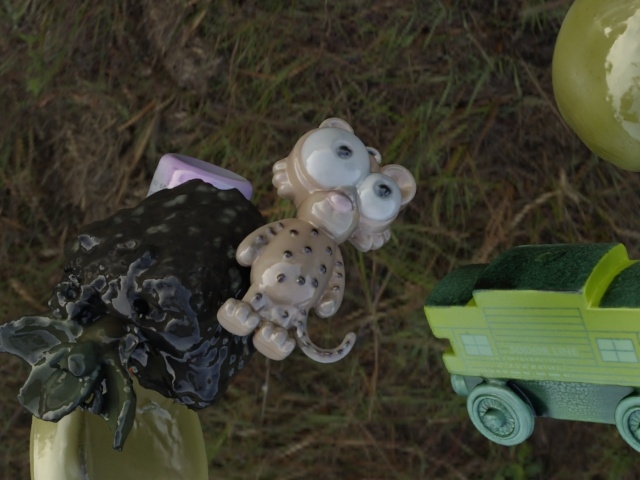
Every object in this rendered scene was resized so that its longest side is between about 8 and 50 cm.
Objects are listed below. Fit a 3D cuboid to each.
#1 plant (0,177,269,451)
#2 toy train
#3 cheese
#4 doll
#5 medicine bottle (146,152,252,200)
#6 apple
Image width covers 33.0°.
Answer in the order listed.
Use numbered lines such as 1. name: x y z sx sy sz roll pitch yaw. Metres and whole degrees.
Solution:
1. plant: -0.196 0.082 1.195 0.215 0.312 0.213 21 129 37
2. toy train: 0.343 0.139 1.459 0.442 0.179 0.272 -3 116 44
3. cheese: -0.271 0.251 1.450 0.128 0.316 0.259 -27 155 33
4. doll: -0.002 -0.001 1.160 0.154 0.278 0.119 27 153 -7
5. medicine bottle: -0.209 0.008 1.637 0.152 0.152 0.254 18 97 -9
6. apple: 0.297 -0.153 0.950 0.200 0.200 0.200 1 123 2
